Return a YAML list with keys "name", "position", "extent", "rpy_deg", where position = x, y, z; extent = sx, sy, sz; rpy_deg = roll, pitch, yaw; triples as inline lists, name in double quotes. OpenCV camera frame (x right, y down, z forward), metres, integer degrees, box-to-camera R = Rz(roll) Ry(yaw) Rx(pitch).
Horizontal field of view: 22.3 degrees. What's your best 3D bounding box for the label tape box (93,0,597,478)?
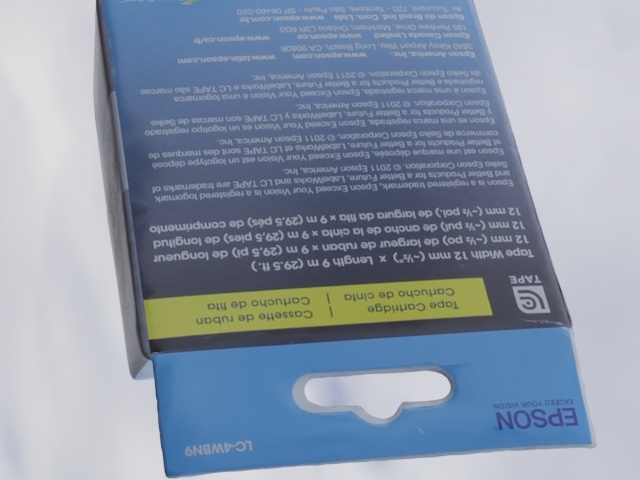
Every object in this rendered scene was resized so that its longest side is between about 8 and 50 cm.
- name: "label tape box"
  position: [0.000, 0.000, 0.996]
  extent: [0.115, 0.249, 0.348]
  rpy_deg: [107, -24, -55]
